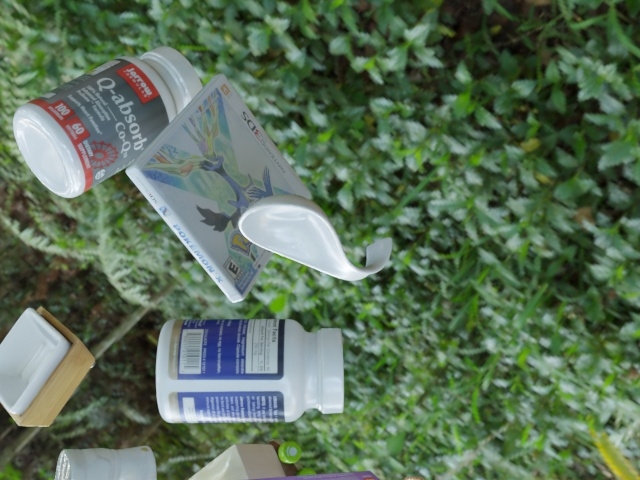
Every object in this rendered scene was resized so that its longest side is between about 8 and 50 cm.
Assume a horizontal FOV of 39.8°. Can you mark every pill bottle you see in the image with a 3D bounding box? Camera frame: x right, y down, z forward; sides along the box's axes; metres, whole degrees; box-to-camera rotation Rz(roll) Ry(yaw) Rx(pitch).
[{"bbox_3d":[-0.435,-0.261,1.856,0.210,0.363,0.210,31,141,28],"label":"pill bottle"},{"bbox_3d":[-0.099,0.192,1.302,0.265,0.153,0.153,0,145,0],"label":"pill bottle"}]

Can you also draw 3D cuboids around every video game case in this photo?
[{"bbox_3d":[-0.167,-0.102,1.590,0.036,0.329,0.300,-20,116,37],"label":"video game case"}]

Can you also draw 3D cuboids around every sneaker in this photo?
[{"bbox_3d":[-0.338,0.453,1.388,0.108,0.169,0.292,42,122,49],"label":"sneaker"}]

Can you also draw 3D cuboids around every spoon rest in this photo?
[{"bbox_3d":[0.000,0.000,1.366,0.276,0.084,0.137,20,146,-36],"label":"spoon rest"}]

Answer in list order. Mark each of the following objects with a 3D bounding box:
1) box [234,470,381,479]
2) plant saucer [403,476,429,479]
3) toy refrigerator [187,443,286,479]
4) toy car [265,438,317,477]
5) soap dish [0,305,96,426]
[{"bbox_3d":[-0.051,0.467,1.360,0.057,0.294,0.200,-158,73,-64],"label":"box"},{"bbox_3d":[0.206,0.504,1.787,0.084,0.013,0.083,16,144,12],"label":"plant saucer"},{"bbox_3d":[-0.192,0.456,1.538,0.102,0.269,0.094,18,-141,-51],"label":"toy refrigerator"},{"bbox_3d":[-0.132,0.574,2.081,0.148,0.188,0.155,59,146,0],"label":"toy car"},{"bbox_3d":[-0.671,0.300,2.106,0.118,0.228,0.291,40,169,-35],"label":"soap dish"}]
